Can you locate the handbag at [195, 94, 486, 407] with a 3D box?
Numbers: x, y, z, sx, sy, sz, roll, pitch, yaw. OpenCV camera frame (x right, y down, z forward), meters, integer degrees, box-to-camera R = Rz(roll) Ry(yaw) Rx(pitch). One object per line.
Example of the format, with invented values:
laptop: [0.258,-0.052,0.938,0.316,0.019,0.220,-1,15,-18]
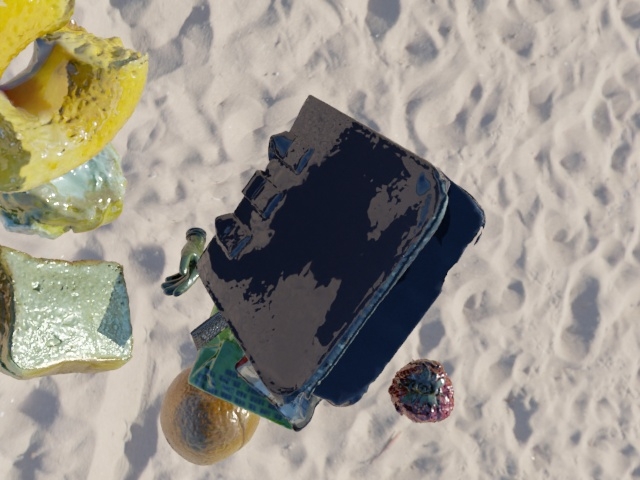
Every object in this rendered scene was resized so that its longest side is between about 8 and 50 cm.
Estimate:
handbag: [0.000,0.000,0.651,0.122,0.329,0.303,27,101,-45]

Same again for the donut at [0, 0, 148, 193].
donut: [-0.453,-0.232,0.774,0.163,0.435,0.377,32,90,9]

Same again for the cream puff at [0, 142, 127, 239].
cream puff: [-0.768,-0.180,1.463,0.378,0.275,0.378,2,87,-49]

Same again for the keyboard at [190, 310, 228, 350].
keyboard: [-0.164,0.134,0.990,0.198,0.010,0.063,-38,146,-28]

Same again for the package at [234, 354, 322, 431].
package: [-0.061,0.273,1.072,0.166,0.232,0.040,-49,144,-11]

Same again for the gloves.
gloves: [-0.418,0.072,1.637,0.107,0.135,0.268,15,49,0]

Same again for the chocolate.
chocolate: [-0.144,0.275,1.306,0.301,0.137,0.288,20,96,11]

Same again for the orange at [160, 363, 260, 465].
orange: [-0.351,0.555,1.664,0.322,0.357,0.322,9,48,-10]

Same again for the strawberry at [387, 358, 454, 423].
strawberry: [0.129,0.191,0.652,0.083,0.083,0.096,-64,155,-6]

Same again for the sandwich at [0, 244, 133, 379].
sandwich: [-0.463,0.130,0.928,0.251,0.087,0.226,13,62,-58]
